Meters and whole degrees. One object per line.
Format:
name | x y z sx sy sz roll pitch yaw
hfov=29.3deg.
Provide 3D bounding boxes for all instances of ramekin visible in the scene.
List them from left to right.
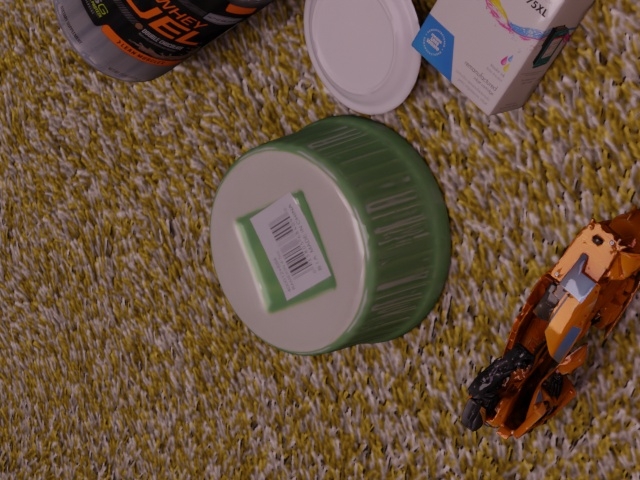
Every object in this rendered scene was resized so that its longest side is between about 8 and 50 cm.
ramekin | 0.000 0.000 1.556 0.303 0.148 0.304 12 108 38

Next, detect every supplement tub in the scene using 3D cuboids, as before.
supplement tub | -0.174 -0.356 1.573 0.338 0.207 0.207 -26 84 42

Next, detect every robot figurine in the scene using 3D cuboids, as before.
robot figurine | 0.262 0.100 1.332 0.085 0.211 0.291 39 116 23

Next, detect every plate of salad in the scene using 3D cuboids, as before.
plate of salad | 0.055 -0.255 1.512 0.199 0.048 0.200 24 125 40

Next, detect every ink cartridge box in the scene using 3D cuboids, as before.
ink cartridge box | 0.217 -0.270 1.350 0.134 0.078 0.231 46 126 22
